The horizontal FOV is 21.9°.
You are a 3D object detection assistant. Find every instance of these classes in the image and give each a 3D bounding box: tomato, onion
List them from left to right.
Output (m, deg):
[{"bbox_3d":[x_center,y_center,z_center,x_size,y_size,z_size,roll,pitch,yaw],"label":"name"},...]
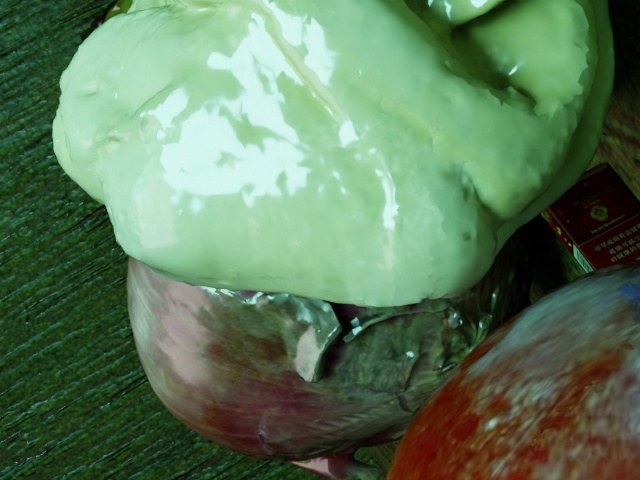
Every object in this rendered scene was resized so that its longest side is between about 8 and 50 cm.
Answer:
[{"bbox_3d":[0.015,0.027,1.287,0.354,0.353,0.353,61,172,15],"label":"onion"},{"bbox_3d":[0.158,0.114,0.835,0.335,0.289,0.176,-145,37,-69],"label":"tomato"}]

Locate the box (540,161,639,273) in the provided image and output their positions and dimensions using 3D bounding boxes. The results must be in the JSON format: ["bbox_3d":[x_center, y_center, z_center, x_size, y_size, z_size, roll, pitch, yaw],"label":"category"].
[{"bbox_3d":[0.183,-0.007,1.069,0.082,0.051,0.023,57,169,36],"label":"box"}]

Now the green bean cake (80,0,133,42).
[{"bbox_3d":[-0.091,-0.153,1.772,0.310,0.285,0.202,144,125,-59],"label":"green bean cake"}]

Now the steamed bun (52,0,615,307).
[{"bbox_3d":[-0.001,-0.118,0.970,0.372,0.324,0.230,-96,-10,-67],"label":"steamed bun"}]
